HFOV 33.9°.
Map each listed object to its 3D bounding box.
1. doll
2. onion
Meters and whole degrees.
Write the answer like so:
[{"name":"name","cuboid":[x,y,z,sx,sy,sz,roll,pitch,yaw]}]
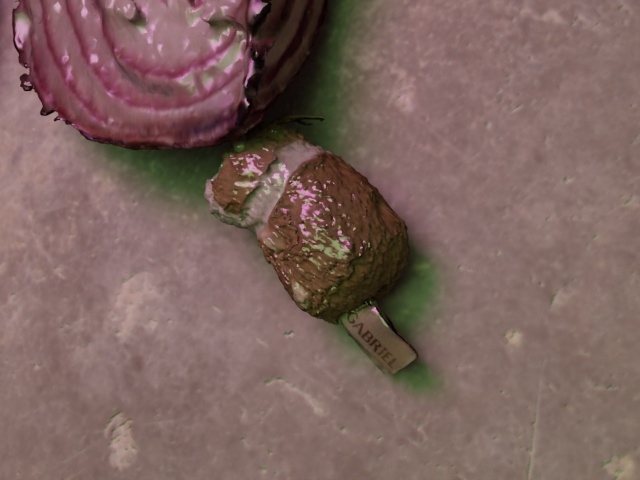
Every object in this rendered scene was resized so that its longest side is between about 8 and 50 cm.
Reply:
[{"name":"doll","cuboid":[0.002,0.000,0.781,0.115,0.105,0.221,-36,69,1]},{"name":"onion","cuboid":[-0.113,-0.223,0.852,0.280,0.146,0.314,7,90,33]}]
